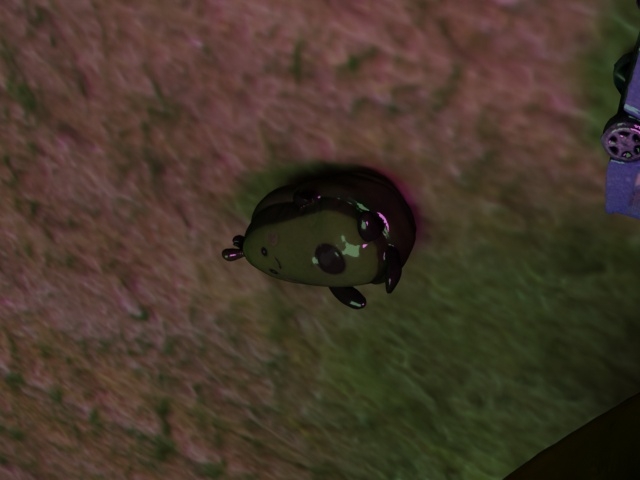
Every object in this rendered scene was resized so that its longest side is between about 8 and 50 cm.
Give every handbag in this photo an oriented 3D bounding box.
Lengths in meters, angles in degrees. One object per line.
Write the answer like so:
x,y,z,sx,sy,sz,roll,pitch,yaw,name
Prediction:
0.000,0.000,0.741,0.111,0.047,0.072,-4,123,41,handbag

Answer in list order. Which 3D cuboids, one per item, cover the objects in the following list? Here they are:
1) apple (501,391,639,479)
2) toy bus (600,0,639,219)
0.186,0.212,0.550,0.340,0.339,0.339,24,139,23,apple
0.144,-0.071,0.544,0.061,0.051,0.153,17,137,11,toy bus
